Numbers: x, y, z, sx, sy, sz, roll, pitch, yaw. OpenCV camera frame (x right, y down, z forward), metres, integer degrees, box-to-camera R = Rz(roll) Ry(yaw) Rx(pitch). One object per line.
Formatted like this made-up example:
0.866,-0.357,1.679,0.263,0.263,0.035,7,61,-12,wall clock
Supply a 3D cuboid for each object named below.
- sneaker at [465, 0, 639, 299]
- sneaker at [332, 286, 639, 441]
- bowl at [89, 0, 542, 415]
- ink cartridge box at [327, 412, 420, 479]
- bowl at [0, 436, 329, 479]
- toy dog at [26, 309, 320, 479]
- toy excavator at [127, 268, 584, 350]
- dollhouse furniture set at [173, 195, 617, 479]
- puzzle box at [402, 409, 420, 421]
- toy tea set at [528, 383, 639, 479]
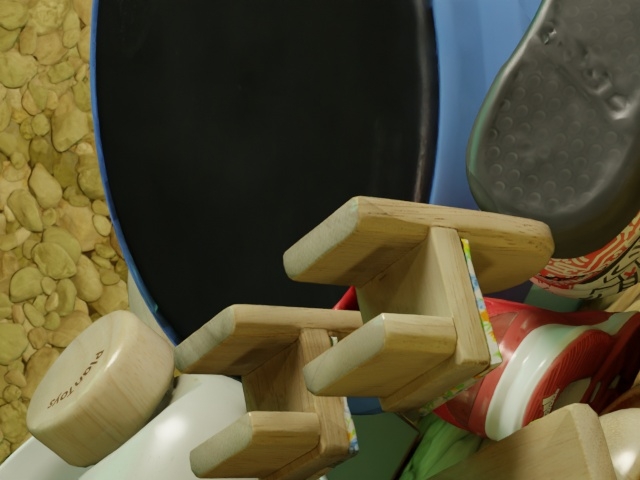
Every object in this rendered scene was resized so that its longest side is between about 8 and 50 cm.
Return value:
0.151,-0.100,0.591,0.270,0.090,0.145,-61,-21,-8,sneaker
0.078,0.046,0.652,0.087,0.128,0.221,-64,-21,-1,sneaker
-0.021,-0.089,0.794,0.077,0.391,0.391,-7,-27,-36,bowl
-0.031,0.214,1.114,0.158,0.092,0.218,-55,7,-31,ink cartridge box
-0.094,0.246,0.848,0.298,0.298,0.134,-54,-39,-11,bowl
-0.069,0.167,0.631,0.161,0.220,0.333,-36,42,37,toy dog
0.000,0.000,1.036,0.222,0.433,0.445,-5,-54,-35,toy excavator
0.036,0.136,0.486,0.242,0.161,0.212,-39,54,45,dollhouse furniture set
0.201,-0.058,1.119,0.409,0.052,0.272,-50,5,32,puzzle box
0.181,-0.022,0.534,0.336,0.124,0.200,-54,5,-23,toy tea set
